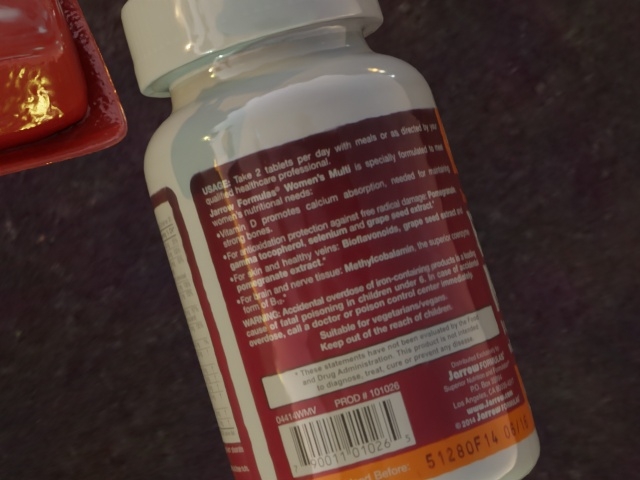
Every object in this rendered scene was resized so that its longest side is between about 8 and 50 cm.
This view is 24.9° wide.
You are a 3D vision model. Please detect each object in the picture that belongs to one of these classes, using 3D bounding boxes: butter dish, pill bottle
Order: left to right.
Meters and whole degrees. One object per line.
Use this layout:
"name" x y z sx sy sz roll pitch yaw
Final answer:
"butter dish" -0.200 -0.119 0.781 0.160 0.118 0.160 -15 53 -17
"pill bottle" 0.000 0.000 0.578 0.121 0.121 0.221 -16 88 -22
